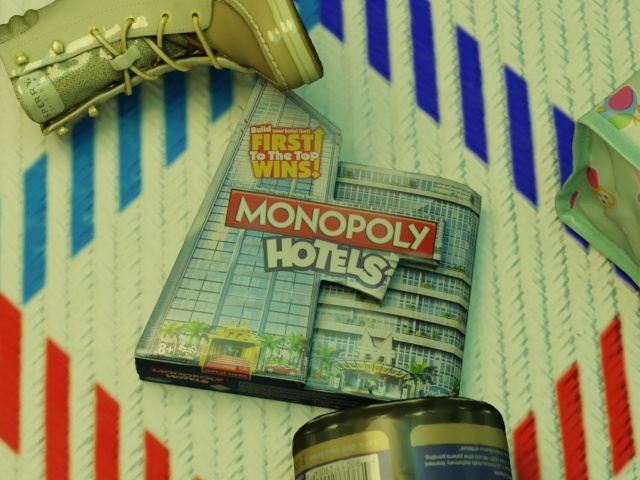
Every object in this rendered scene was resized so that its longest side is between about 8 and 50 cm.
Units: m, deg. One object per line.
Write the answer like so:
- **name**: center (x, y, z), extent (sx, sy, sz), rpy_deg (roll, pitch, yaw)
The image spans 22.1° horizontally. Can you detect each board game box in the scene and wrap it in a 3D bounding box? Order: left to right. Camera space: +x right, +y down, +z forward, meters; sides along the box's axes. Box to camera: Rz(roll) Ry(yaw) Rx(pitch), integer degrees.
- **board game box**: center (0.000, 0.000, 0.993), extent (0.194, 0.060, 0.194), rpy_deg (8, 71, 0)

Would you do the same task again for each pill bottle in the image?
- **pill bottle**: center (0.054, 0.203, 0.891), extent (0.123, 0.123, 0.219), rpy_deg (-4, 71, -4)

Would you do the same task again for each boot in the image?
- **boot**: center (-0.103, -0.114, 0.979), extent (0.165, 0.077, 0.213), rpy_deg (-29, 35, -10)

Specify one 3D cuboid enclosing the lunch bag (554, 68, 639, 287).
- **lunch bag**: center (0.308, -0.022, 0.967), extent (0.223, 0.160, 0.262), rpy_deg (-41, 72, -16)
